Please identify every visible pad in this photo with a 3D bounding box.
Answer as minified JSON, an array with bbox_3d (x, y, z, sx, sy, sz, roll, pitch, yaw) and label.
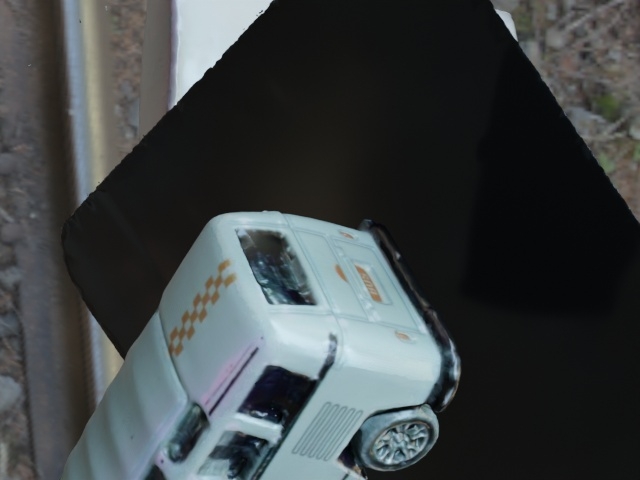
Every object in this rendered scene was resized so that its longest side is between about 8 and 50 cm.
[{"bbox_3d":[-0.001,0.000,0.547,0.063,0.375,0.315,-36,92,-38],"label":"pad"}]

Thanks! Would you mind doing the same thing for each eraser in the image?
[{"bbox_3d":[0.011,-0.098,0.824,0.270,0.095,0.174,5,77,-24],"label":"eraser"}]

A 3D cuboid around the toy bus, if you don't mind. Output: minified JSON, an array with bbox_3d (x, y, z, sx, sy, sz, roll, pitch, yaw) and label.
[{"bbox_3d":[-0.038,0.080,0.409,0.089,0.087,0.194,15,120,-33],"label":"toy bus"}]
